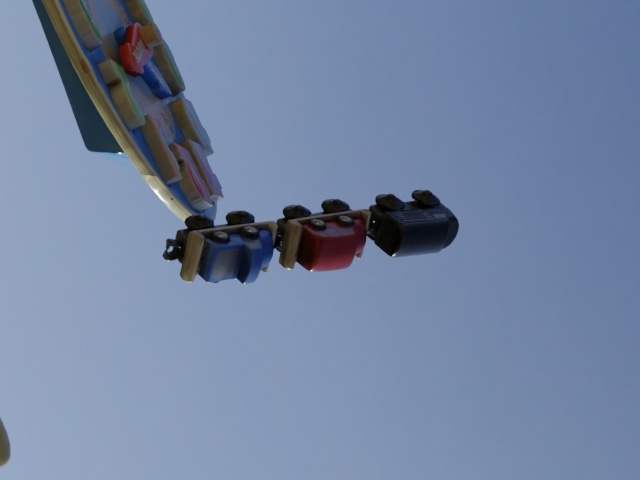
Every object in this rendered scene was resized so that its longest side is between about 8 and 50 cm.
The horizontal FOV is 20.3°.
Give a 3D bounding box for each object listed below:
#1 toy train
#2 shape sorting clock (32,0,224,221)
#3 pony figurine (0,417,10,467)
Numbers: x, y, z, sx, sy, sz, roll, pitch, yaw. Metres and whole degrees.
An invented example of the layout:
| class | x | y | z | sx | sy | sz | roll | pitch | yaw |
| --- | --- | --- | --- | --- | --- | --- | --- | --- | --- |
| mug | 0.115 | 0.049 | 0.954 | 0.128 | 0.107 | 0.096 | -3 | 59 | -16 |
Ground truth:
| class | x | y | z | sx | sy | sz | roll | pitch | yaw |
| --- | --- | --- | --- | --- | --- | --- | --- | --- | --- |
| toy train | 0.000 | 0.000 | 0.810 | 0.036 | 0.158 | 0.027 | 43 | -52 | 41 |
| shape sorting clock | -0.102 | -0.101 | 0.928 | 0.040 | 0.206 | 0.206 | -22 | -134 | 8 |
| pony figurine | -0.308 | 0.176 | 0.836 | 0.303 | 0.363 | 0.351 | 25 | -88 | 24 |
